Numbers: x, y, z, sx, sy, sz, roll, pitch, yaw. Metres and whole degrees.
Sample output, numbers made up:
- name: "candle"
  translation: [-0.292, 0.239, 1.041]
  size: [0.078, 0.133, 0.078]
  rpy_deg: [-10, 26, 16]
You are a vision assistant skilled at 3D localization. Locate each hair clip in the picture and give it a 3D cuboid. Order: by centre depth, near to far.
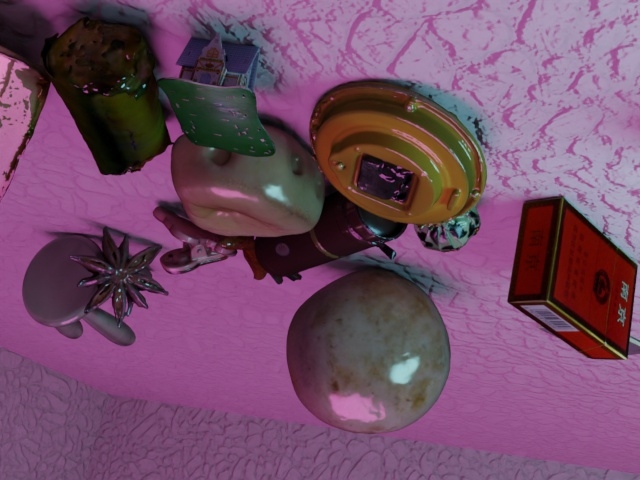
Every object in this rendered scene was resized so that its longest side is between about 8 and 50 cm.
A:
- name: "hair clip"
  translation: [-0.214, -0.007, 1.540]
  size: [0.138, 0.102, 0.123]
  rpy_deg: [-13, -147, -23]

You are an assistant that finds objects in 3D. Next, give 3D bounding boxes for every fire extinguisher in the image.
- name: "fire extinguisher"
  translation: [0.000, 0.000, 1.357]
  size: [0.141, 0.105, 0.341]
  rpy_deg: [52, 144, -12]

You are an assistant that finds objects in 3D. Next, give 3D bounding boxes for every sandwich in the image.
- name: "sandwich"
  translation: [-0.432, -0.187, 1.109]
  size: [0.155, 0.198, 0.227]
  rpy_deg: [23, 119, -23]

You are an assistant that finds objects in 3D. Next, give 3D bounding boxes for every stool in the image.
- name: "stool"
  translation: [-0.487, 0.111, 1.856]
  size: [0.195, 0.195, 0.199]
  rpy_deg: [3, 160, 25]

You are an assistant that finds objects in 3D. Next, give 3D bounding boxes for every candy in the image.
- name: "candy"
  translation: [0.157, -0.082, 1.144]
  size: [0.091, 0.083, 0.305]
  rpy_deg: [-24, 145, -3]

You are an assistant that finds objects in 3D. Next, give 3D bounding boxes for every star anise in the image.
- name: "star anise"
  translation: [-0.393, 0.063, 1.727]
  size: [0.182, 0.195, 0.065]
  rpy_deg: [59, 164, -8]

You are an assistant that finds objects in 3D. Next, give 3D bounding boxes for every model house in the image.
- name: "model house"
  translation: [-0.106, -0.174, 1.012]
  size: [0.117, 0.088, 0.167]
  rpy_deg: [9, 161, 12]

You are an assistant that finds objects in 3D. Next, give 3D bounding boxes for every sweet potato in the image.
- name: "sweet potato"
  translation: [-0.115, 0.013, 1.539]
  size: [0.078, 0.058, 0.255]
  rpy_deg: [-33, 165, -1]

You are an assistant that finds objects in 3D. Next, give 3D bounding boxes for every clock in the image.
- name: "clock"
  translation: [0.085, -0.089, 1.076]
  size: [0.237, 0.057, 0.237]
  rpy_deg: [19, 147, 13]

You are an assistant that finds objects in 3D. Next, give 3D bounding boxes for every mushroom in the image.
- name: "mushroom"
  translation: [0.081, 0.208, 1.606]
  size: [0.297, 0.298, 0.290]
  rpy_deg: [14, 166, -2]

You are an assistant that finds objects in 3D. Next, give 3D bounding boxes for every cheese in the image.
- name: "cheese"
  translation: [-0.108, -0.075, 1.220]
  size: [0.235, 0.117, 0.218]
  rpy_deg: [20, 158, -33]

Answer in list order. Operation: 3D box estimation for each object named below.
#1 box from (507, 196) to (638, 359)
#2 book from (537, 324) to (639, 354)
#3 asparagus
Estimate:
- name: "box"
  translation: [0.359, 0.060, 1.239]
  size: [0.074, 0.153, 0.239]
  rpy_deg: [-11, 149, 41]
- name: "book"
  translation: [0.517, 0.185, 1.666]
  size: [0.181, 0.014, 0.127]
  rpy_deg: [24, 157, -26]
- name: "asparagus"
  translation: [-0.257, -0.157, 1.134]
  size: [0.128, 0.108, 0.382]
  rpy_deg: [11, 162, 1]
